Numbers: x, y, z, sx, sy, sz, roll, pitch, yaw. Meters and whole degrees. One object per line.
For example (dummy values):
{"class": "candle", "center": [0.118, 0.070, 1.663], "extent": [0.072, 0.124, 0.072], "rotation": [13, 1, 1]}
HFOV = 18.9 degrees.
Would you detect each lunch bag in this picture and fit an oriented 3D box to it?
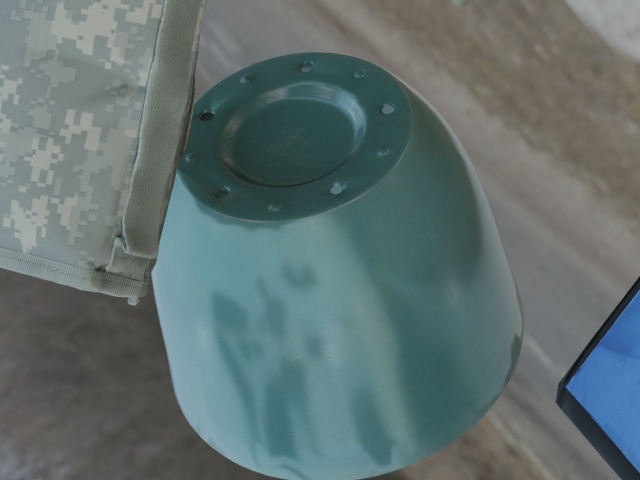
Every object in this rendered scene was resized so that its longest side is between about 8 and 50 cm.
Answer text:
{"class": "lunch bag", "center": [-0.176, -0.099, 1.211], "extent": [0.287, 0.235, 0.169], "rotation": [15, -176, 43]}

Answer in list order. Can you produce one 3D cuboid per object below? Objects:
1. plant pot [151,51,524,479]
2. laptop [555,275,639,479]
{"class": "plant pot", "center": [0.000, 0.000, 1.479], "extent": [0.293, 0.293, 0.235], "rotation": [46, 160, 40]}
{"class": "laptop", "center": [0.219, 0.057, 0.979], "extent": [0.234, 0.136, 0.264], "rotation": [50, 171, 35]}
